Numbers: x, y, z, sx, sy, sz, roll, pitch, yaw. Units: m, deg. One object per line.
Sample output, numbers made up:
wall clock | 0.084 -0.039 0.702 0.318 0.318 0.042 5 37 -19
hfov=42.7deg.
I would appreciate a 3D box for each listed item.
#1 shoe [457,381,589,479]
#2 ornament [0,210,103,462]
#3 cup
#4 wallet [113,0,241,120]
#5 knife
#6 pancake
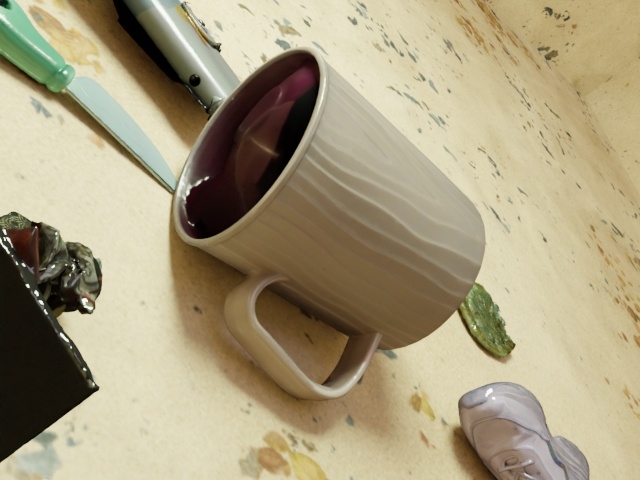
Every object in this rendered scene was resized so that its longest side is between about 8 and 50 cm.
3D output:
shoe | 0.246 0.271 0.960 0.245 0.095 0.137 45 25 -27
ornament | -0.190 0.050 0.537 0.153 0.166 0.196 56 13 5
cup | 0.014 -0.011 0.813 0.273 0.208 0.288 36 31 -33
wallet | -0.171 -0.237 0.949 0.231 0.069 0.170 53 10 -5
knife | -0.231 -0.142 0.799 0.260 0.034 0.063 44 22 -27
pancake | 0.239 0.111 1.209 0.116 0.022 0.129 15 46 -45
